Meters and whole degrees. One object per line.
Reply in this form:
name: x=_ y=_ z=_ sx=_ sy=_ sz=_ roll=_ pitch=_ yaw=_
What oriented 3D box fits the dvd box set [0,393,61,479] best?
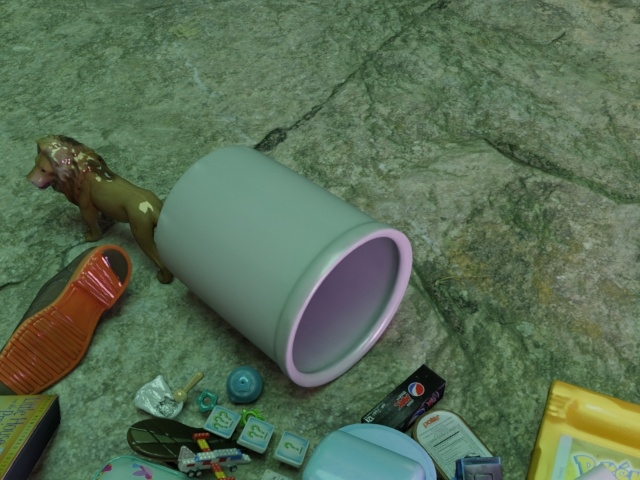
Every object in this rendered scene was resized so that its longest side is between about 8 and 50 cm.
dvd box set: x=-0.673 y=0.344 z=1.332 sx=0.420 sy=0.062 sz=0.307 roll=-2 pitch=15 yaw=-2

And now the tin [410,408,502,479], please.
tin: x=0.235 y=0.372 z=1.416 sx=0.106 sy=0.040 sz=0.190 roll=-22 pitch=49 yaw=-25

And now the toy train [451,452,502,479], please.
toy train: x=0.251 y=0.427 z=1.287 sx=0.080 sy=0.105 sz=0.184 roll=-2 pitch=71 yaw=0

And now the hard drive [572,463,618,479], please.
hard drive: x=0.369 y=0.474 z=1.188 sx=0.307 sy=0.040 sz=0.203 roll=-18 pitch=54 yaw=-28

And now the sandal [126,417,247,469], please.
sandal: x=-0.225 y=0.351 z=1.383 sx=0.219 sy=0.060 sz=0.090 roll=11 pitch=26 yaw=-40

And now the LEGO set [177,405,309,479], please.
LEGO set: x=-0.122 y=0.349 z=1.336 sx=0.182 sy=0.060 sz=0.244 roll=22 pitch=22 yaw=4

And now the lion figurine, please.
lion figurine: x=-0.420 y=-0.077 z=1.710 sx=0.392 sy=0.240 sz=0.142 roll=20 pitch=49 yaw=17

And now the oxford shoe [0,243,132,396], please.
oxford shoe: x=-0.516 y=0.160 z=1.593 sx=0.132 sy=0.130 sz=0.364 roll=-2 pitch=42 yaw=47

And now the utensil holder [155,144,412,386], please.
utensil holder: x=-0.077 y=0.033 z=1.547 sx=0.385 sy=0.328 sz=0.327 roll=34 pitch=55 yaw=30

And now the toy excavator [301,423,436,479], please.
toy excavator: x=0.027 y=0.389 z=1.114 sx=0.222 sy=0.445 sz=0.433 roll=18 pitch=48 yaw=18

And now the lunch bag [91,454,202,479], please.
lunch bag: x=-0.256 y=0.474 z=1.267 sx=0.279 sy=0.108 sz=0.224 roll=17 pitch=48 yaw=17

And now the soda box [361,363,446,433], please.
soda box: x=0.150 y=0.300 z=1.472 sx=0.169 sy=0.053 sz=0.060 roll=-35 pitch=56 yaw=-28

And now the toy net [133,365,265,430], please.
toy net: x=-0.219 y=0.297 z=1.490 sx=0.232 sy=0.045 sz=0.122 roll=-6 pitch=75 yaw=-1

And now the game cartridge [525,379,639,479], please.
game cartridge: x=0.478 y=0.411 z=1.325 sx=0.285 sy=0.053 sz=0.324 roll=15 pitch=60 yaw=15
